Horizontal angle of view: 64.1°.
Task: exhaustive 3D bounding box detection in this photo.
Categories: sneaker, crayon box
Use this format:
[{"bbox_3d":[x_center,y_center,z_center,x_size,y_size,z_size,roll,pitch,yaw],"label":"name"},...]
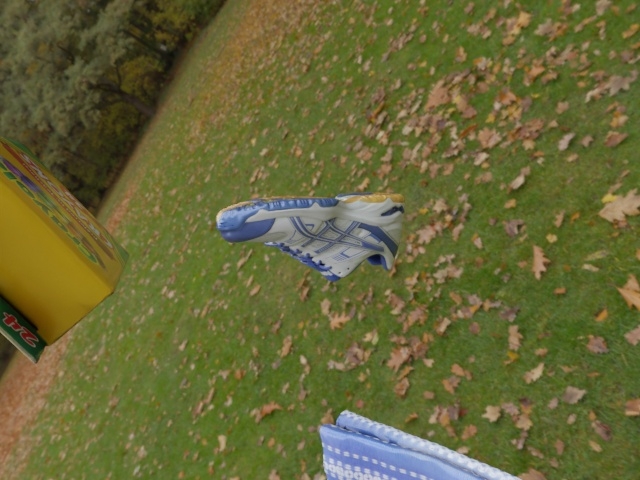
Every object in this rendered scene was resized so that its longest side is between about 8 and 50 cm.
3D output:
[{"bbox_3d":[0.000,0.000,0.727,0.112,0.297,0.130,18,109,61],"label":"sneaker"},{"bbox_3d":[-0.307,-0.012,0.537,0.081,0.202,0.318,-41,17,-9],"label":"crayon box"}]

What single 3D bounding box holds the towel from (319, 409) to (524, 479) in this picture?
[{"bbox_3d":[0.104,0.294,0.323,0.243,0.040,0.335,9,110,37],"label":"towel"}]
